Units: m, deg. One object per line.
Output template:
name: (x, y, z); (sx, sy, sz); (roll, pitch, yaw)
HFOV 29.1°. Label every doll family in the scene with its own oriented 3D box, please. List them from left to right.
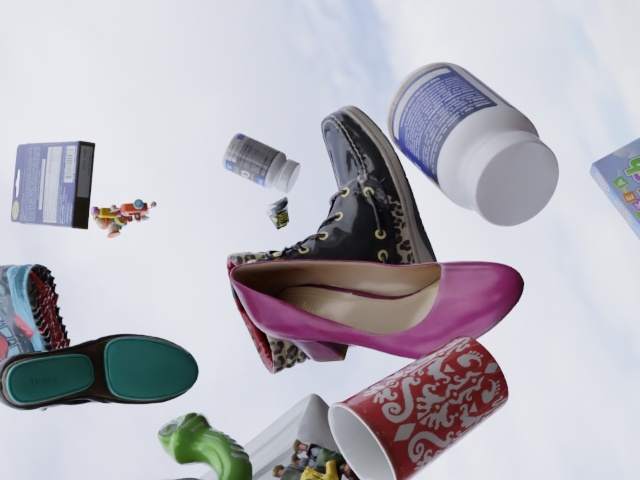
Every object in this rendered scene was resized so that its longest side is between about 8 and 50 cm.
doll family: (-0.010, 0.317, 1.400); (0.076, 0.111, 0.193); (20, -97, -59)

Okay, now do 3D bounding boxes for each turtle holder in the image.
turtle holder: (-0.202, 0.397, 1.577); (0.243, 0.227, 0.320); (-10, -76, -57)

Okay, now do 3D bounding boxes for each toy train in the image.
toy train: (-0.375, -0.038, 2.370); (0.166, 0.125, 0.046); (119, 148, -77)

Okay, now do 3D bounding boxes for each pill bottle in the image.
pill bottle: (-0.112, -0.145, 2.359); (0.137, 0.078, 0.078); (25, -163, 11)
pill bottle: (0.207, -0.132, 1.686); (0.153, 0.153, 0.264); (52, -179, -35)

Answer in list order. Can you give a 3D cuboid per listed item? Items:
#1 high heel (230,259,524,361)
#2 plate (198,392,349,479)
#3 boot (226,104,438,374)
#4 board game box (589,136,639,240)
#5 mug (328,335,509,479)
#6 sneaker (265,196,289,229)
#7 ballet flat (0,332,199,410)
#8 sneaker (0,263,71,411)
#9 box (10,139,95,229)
high heel: (0.060, 0.065, 1.536); (0.181, 0.377, 0.127); (42, -134, -32)
plate: (-0.024, 0.413, 1.874); (0.277, 0.278, 0.045); (49, -162, -7)
boot: (0.000, 0.000, 1.812); (0.138, 0.284, 0.377); (127, 124, -70)
board game box: (0.495, -0.085, 1.656); (0.160, 0.211, 0.039); (58, 171, 23)
mug: (0.099, 0.178, 1.330); (0.150, 0.169, 0.113); (14, 130, 59)
sneaker: (-0.055, -0.038, 1.770); (0.035, 0.031, 0.083); (61, 169, 5)
ballet flat: (-0.301, 0.171, 1.625); (0.280, 0.096, 0.095); (2, -96, -33)
sneaker: (-0.441, 0.135, 1.798); (0.104, 0.125, 0.261); (-70, -17, -54)
box: (-0.432, -0.090, 1.984); (0.036, 0.225, 0.136); (5, -90, -39)
